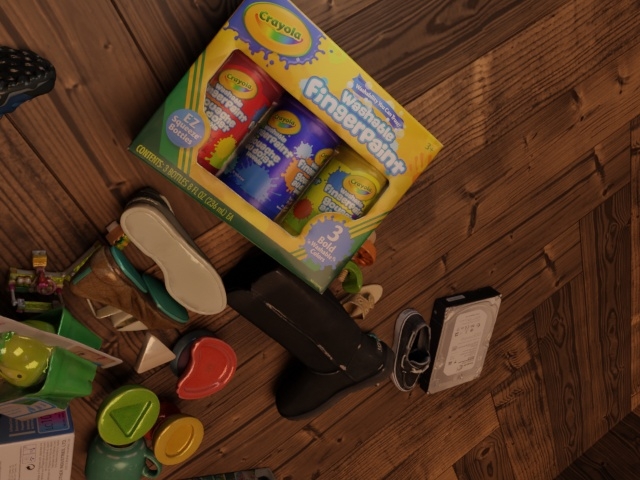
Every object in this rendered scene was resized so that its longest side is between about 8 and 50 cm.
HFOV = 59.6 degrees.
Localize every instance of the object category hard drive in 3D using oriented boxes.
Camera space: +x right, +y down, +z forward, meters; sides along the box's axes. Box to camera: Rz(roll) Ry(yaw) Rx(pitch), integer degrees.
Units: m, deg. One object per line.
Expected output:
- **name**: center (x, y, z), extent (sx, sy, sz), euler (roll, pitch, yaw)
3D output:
- **hard drive**: center (0.447, 0.324, 1.803), extent (0.237, 0.064, 0.338), euler (-8, 120, -28)

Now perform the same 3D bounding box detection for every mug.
- **mug**: center (-0.455, 0.491, 1.290), extent (0.158, 0.129, 0.097), euler (2, 112, -36)

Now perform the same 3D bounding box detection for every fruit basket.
- **fruit basket**: center (-0.572, 0.192, 0.925), extent (0.327, 0.165, 0.353), euler (-19, 149, 27)

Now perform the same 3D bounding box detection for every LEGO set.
- **LEGO set**: center (-0.479, 0.062, 1.052), extent (0.287, 0.107, 0.132), euler (-14, 122, -25)

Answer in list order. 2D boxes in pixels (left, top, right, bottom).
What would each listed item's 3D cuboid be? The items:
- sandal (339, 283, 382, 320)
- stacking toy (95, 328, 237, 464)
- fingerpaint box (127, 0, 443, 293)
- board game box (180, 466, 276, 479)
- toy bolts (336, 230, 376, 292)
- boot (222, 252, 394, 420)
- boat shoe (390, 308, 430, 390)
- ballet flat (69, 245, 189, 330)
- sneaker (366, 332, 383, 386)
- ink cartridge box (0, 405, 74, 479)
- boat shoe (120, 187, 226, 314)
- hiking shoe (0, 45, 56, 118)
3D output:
- **sandal**: center (0.084, 0.191, 1.491), extent (0.240, 0.079, 0.088), euler (-15, 122, -25)
- **stacking toy**: center (-0.361, 0.325, 1.264), extent (0.280, 0.130, 0.308), euler (32, 85, -44)
- **fingerpaint box**: center (-0.060, -0.180, 1.053), extent (0.445, 0.163, 0.371), euler (39, 92, -19)
- **board game box**: center (-0.236, 0.746, 1.506), extent (0.304, 0.224, 0.097), euler (7, 112, -35)
- **toy bolts**: center (0.000, 0.000, 1.314), extent (0.229, 0.218, 0.158), euler (40, 62, -23)
- **boot**: center (-0.088, 0.241, 1.356), extent (0.367, 0.146, 0.445), euler (-33, 125, 20)
- **boat shoe**: center (0.282, 0.352, 1.688), extent (0.108, 0.102, 0.301), euler (-13, 121, -26)
- **ballet flat**: center (-0.377, 0.119, 1.099), extent (0.124, 0.116, 0.342), euler (-32, 157, -5)
- **sneaker**: center (0.119, 0.303, 1.582), extent (0.110, 0.107, 0.275), euler (-52, 138, -20)
- **ink cartridge box**: center (-0.713, 0.465, 1.101), extent (0.396, 0.151, 0.269), euler (0, 114, -34)
- **boat shoe**: center (-0.286, 0.026, 1.152), extent (0.116, 0.099, 0.319), euler (-21, 127, 13)
- **hiking shoe**: center (-0.563, -0.204, 0.876), extent (0.304, 0.113, 0.132), euler (-29, 158, -23)
